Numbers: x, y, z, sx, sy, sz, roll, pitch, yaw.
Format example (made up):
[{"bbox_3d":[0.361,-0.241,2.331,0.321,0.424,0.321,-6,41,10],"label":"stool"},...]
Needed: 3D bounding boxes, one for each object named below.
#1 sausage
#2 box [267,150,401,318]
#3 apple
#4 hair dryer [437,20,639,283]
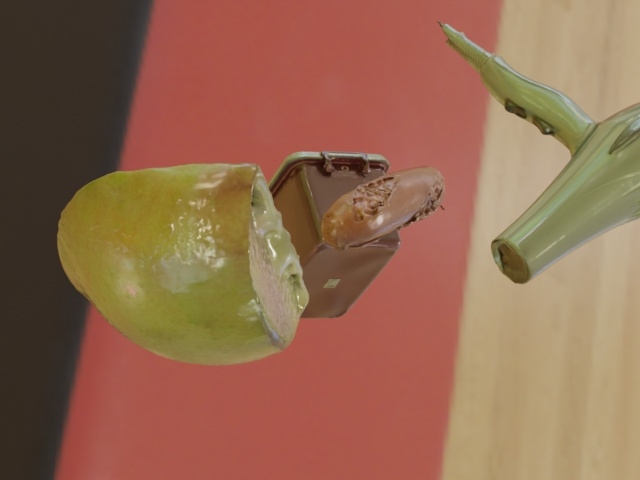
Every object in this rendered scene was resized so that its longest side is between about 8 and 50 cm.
[{"bbox_3d":[0.096,-0.051,2.112,0.079,0.087,0.326,52,27,8],"label":"sausage"},{"bbox_3d":[0.000,0.000,2.514,0.193,0.294,0.167,-1,59,-28],"label":"box"},{"bbox_3d":[-0.117,0.040,1.304,0.265,0.193,0.120,73,12,-61],"label":"apple"},{"bbox_3d":[0.170,-0.069,1.319,0.229,0.267,0.092,-54,154,-34],"label":"hair dryer"}]
